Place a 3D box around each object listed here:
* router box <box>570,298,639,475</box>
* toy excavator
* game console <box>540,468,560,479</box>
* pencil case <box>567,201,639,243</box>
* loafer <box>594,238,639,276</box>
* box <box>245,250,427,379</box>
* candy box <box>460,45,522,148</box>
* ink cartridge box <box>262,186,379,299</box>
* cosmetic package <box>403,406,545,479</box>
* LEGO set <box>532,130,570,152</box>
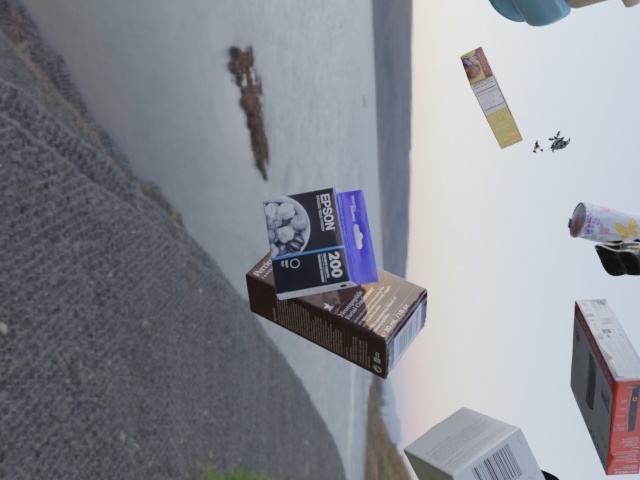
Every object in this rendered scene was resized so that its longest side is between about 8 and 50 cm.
[{"bbox_3d":[0.723,0.362,1.745,0.335,0.082,0.301,-83,167,-62],"label":"router box"},{"bbox_3d":[0.579,-0.615,1.615,0.222,0.433,0.445,43,48,-27],"label":"toy excavator"},{"bbox_3d":[0.339,0.595,1.285,0.044,0.213,0.361,140,-27,-76],"label":"game console"},{"bbox_3d":[0.874,-0.033,2.018,0.124,0.273,0.113,-79,-177,-89],"label":"pencil case"},{"bbox_3d":[0.706,0.037,1.580,0.080,0.078,0.220,64,-1,-7],"label":"loafer"},{"bbox_3d":[0.036,0.138,1.592,0.191,0.381,0.143,-47,147,-37],"label":"box"},{"bbox_3d":[0.350,-0.291,1.411,0.186,0.053,0.109,51,24,-40],"label":"candy box"},{"bbox_3d":[0.000,0.000,1.382,0.045,0.208,0.206,74,6,-72],"label":"ink cartridge box"},{"bbox_3d":[0.273,0.410,1.211,0.151,0.151,0.184,63,-17,-7],"label":"cosmetic package"},{"bbox_3d":[0.477,-0.194,1.409,0.054,0.083,0.023,61,5,-50],"label":"LEGO set"}]
